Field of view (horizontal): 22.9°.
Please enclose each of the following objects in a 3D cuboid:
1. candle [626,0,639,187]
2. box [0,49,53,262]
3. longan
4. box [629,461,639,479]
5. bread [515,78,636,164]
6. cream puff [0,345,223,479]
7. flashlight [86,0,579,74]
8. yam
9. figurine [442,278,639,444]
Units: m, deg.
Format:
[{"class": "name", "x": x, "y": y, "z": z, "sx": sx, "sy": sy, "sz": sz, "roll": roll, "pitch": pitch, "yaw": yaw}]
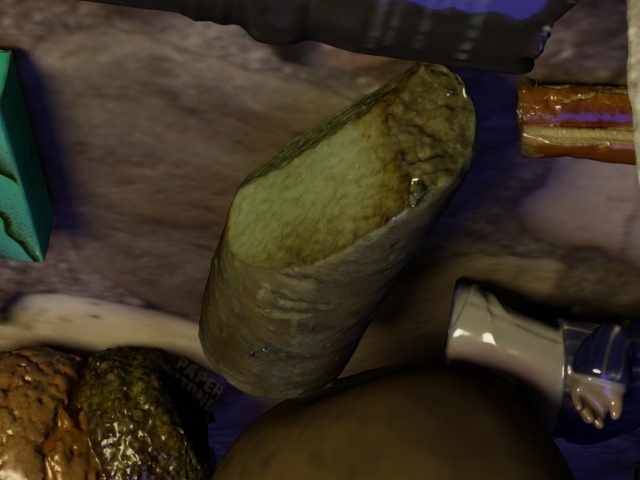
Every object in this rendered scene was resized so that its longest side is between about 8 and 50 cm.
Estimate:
[{"class": "candle", "x": 0.179, "y": -0.057, "z": 0.659, "sx": 0.068, "sy": 0.192, "sz": 0.168, "roll": -11, "pitch": 104, "yaw": 27}, {"class": "box", "x": -0.263, "y": -0.049, "z": 0.826, "sx": 0.226, "sy": 0.042, "sz": 0.161, "roll": 5, "pitch": 152, "yaw": 1}, {"class": "longan", "x": 0.042, "y": 0.180, "z": 0.908, "sx": 0.246, "sy": 0.246, "sz": 0.215, "roll": -16, "pitch": 175, "yaw": 32}, {"class": "box", "x": 0.322, "y": 0.278, "z": 1.192, "sx": 0.148, "sy": 0.177, "sz": 0.195, "roll": -9, "pitch": 148, "yaw": 21}, {"class": "bread", "x": 0.136, "y": -0.055, "z": 0.768, "sx": 0.083, "sy": 0.036, "sz": 0.047, "roll": 3, "pitch": 154, "yaw": 6}, {"class": "cream puff", "x": -0.147, "y": 0.135, "z": 1.050, "sx": 0.169, "sy": 0.183, "sz": 0.183, "roll": -25, "pitch": 145, "yaw": 5}, {"class": "flashlight", "x": -0.113, "y": -0.136, "z": 0.600, "sx": 0.424, "sy": 0.103, "sz": 0.103, "roll": 7, "pitch": 151, "yaw": -3}, {"class": "yam", "x": 0.000, "y": 0.000, "z": 0.817, "sx": 0.106, "sy": 0.106, "sz": 0.259, "roll": 9, "pitch": 151, "yaw": -9}, {"class": "figurine", "x": 0.207, "y": 0.083, "z": 0.925, "sx": 0.274, "sy": 0.133, "sz": 0.194, "roll": 25, "pitch": 135, "yaw": -9}]
